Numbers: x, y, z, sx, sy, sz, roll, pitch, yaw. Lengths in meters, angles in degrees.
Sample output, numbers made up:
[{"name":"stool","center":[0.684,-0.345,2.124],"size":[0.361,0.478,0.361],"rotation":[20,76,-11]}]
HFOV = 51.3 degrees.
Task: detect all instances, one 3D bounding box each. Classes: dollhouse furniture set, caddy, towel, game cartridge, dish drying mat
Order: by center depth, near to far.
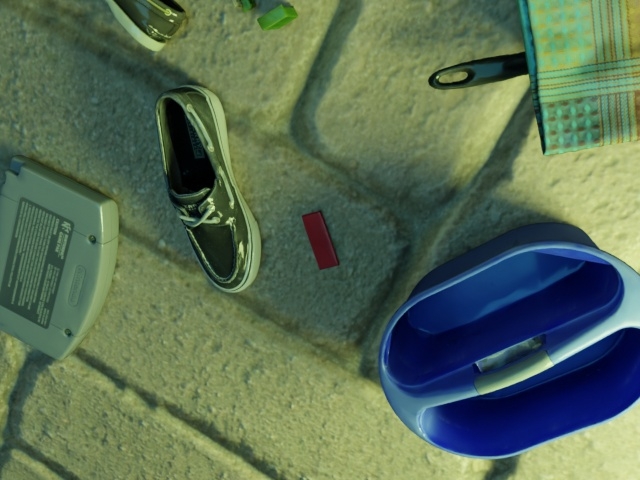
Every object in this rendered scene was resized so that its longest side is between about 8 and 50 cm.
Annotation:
[{"name":"towel","center":[0.340,-0.292,0.692],"size":[0.271,0.040,0.370],"rotation":[-8,98,19]},{"name":"caddy","center":[0.238,0.127,0.824],"size":[0.341,0.179,0.241],"rotation":[-30,98,22]},{"name":"dollhouse furniture set","center":[-0.087,-0.339,0.833],"size":[0.076,0.058,0.152],"rotation":[-23,100,21]},{"name":"dish drying mat","center":[0.000,0.000,0.944],"size":[0.032,0.008,0.083],"rotation":[-15,103,21]},{"name":"game cartridge","center":[-0.429,0.037,1.058],"size":[0.198,0.062,0.297],"rotation":[24,112,3]}]

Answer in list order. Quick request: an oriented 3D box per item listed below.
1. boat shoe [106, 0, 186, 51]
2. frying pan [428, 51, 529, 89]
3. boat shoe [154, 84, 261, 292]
[{"name":"boat shoe","center":[-0.273,-0.357,0.874],"size":[0.068,0.081,0.228],"rotation":[-40,100,21]},{"name":"frying pan","center":[0.314,-0.194,0.766],"size":[0.326,0.053,0.197],"rotation":[-30,95,23]},{"name":"boat shoe","center":[-0.162,-0.061,0.920],"size":[0.108,0.102,0.301],"rotation":[-4,106,17]}]
